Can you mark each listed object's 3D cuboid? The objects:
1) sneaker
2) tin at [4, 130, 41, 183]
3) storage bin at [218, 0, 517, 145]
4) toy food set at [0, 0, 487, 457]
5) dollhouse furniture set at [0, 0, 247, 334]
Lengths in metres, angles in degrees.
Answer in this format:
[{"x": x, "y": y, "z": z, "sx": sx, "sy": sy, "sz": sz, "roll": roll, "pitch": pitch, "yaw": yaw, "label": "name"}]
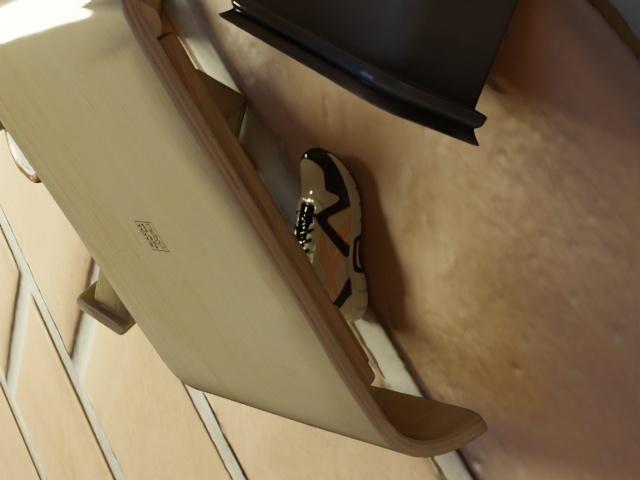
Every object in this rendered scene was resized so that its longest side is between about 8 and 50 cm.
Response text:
[{"x": 0.000, "y": 0.000, "z": 0.662, "sx": 0.040, "sy": 0.044, "sz": 0.109, "roll": 10, "pitch": 111, "yaw": 59, "label": "sneaker"}, {"x": -0.275, "y": -0.145, "z": 1.063, "sx": 0.106, "sy": 0.040, "sz": 0.189, "roll": 26, "pitch": 125, "yaw": 47, "label": "tin"}, {"x": 0.035, "y": -0.113, "z": 0.515, "sx": 0.135, "sy": 0.098, "sz": 0.091, "roll": 39, "pitch": 108, "yaw": 45, "label": "storage bin"}, {"x": -0.052, "y": -0.028, "z": 0.578, "sx": 0.220, "sy": 0.092, "sz": 0.306, "roll": 4, "pitch": 130, "yaw": 56, "label": "toy food set"}, {"x": -0.190, "y": -0.076, "z": 0.785, "sx": 0.242, "sy": 0.212, "sz": 0.161, "roll": 32, "pitch": 135, "yaw": 13, "label": "dollhouse furniture set"}]
